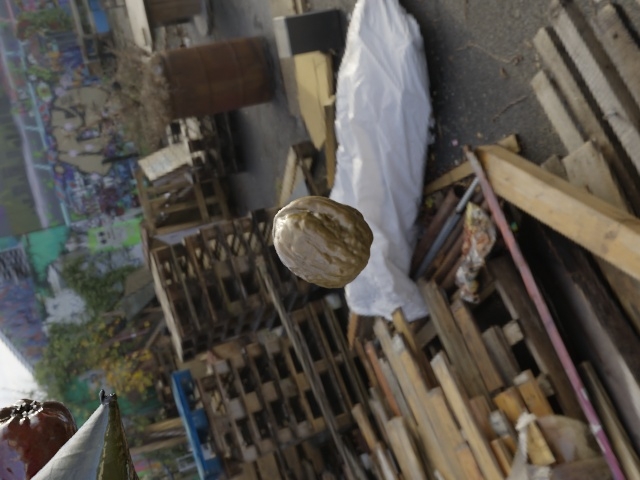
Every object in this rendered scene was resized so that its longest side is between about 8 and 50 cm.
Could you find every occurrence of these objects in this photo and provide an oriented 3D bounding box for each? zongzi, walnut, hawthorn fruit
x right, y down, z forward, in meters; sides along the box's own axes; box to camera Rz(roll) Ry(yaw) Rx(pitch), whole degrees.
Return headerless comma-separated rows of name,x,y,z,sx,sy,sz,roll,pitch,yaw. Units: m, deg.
zongzi,-0.350,0.321,0.863,0.115,0.228,0.256,-129,32,-49
walnut,0.000,0.000,1.674,0.224,0.257,0.257,-71,-19,-56
hawthorn fruit,-0.611,0.463,1.400,0.208,0.208,0.248,-171,80,-71
